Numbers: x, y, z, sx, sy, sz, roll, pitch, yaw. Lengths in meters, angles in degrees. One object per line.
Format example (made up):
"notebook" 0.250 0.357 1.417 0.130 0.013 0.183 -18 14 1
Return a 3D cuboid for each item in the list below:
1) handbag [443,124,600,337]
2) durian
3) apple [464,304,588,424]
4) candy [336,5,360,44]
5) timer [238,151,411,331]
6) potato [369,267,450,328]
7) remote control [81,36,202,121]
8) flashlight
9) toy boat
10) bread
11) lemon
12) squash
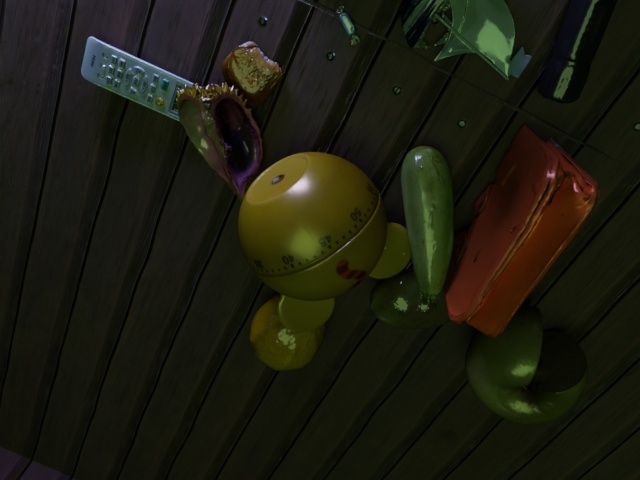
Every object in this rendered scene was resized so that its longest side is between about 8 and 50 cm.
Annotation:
"handbag" 0.405 -0.020 1.197 0.116 0.303 0.410 21 118 -9
"durian" -0.243 -0.256 1.274 0.187 0.153 0.260 15 136 15
"apple" 0.516 0.309 1.390 0.292 0.254 0.291 6 119 11
"candy" 0.057 -0.460 1.176 0.030 0.020 0.083 -26 110 19
"timer" 0.000 0.000 1.271 0.376 0.376 0.387 -22 120 21
"potato" 0.253 0.151 1.409 0.252 0.174 0.159 5 86 0
"remote control" -0.415 -0.375 1.296 0.293 0.051 0.103 24 121 -8
"flashlight" 0.530 -0.468 1.049 0.103 0.103 0.423 12 122 4
"toy boat" 0.286 -0.433 1.124 0.210 0.070 0.291 -23 115 24
"bread" -0.161 -0.378 1.251 0.126 0.044 0.129 -39 103 25
"lemon" -0.089 0.250 1.500 0.204 0.204 0.260 28 134 -6
"squash" 0.256 -0.034 1.272 0.118 0.118 0.370 -5 94 13
